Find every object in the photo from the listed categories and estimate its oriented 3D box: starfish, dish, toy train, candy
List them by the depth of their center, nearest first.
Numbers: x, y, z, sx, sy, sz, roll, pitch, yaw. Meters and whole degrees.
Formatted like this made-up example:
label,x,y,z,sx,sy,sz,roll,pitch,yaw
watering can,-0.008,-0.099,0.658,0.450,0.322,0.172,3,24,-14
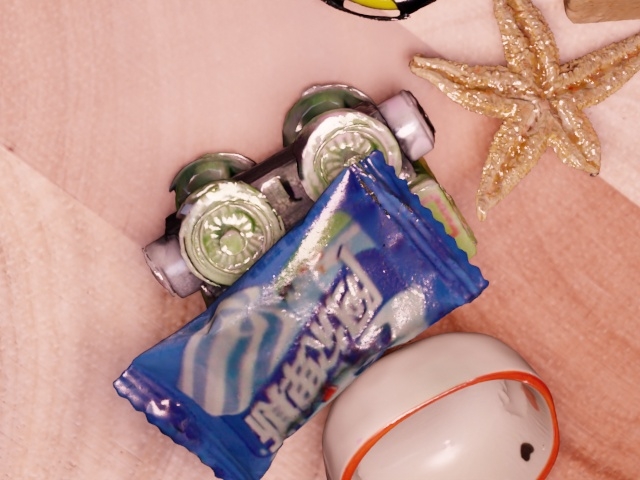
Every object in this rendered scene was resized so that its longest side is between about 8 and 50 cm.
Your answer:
label,x,y,z,sx,sy,sz,roll,pitch,yaw
candy,-0.015,0.082,1.820,0.331,0.077,0.187,-41,113,8
toy train,0.000,0.000,1.915,0.307,0.173,0.249,-32,107,1
starfish,0.210,-0.164,1.935,0.295,0.048,0.231,-42,88,-16
dish,0.105,0.187,1.949,0.256,0.117,0.256,-17,136,-17

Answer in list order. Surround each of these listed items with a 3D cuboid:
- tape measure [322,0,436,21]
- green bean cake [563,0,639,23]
label,x,y,z,sx,sy,sz,roll,pitch,yaw
tape measure,0.064,-0.304,1.898,0.199,0.112,0.186,-31,93,7
green bean cake,0.320,-0.277,1.918,0.179,0.085,0.109,-3,72,-3
